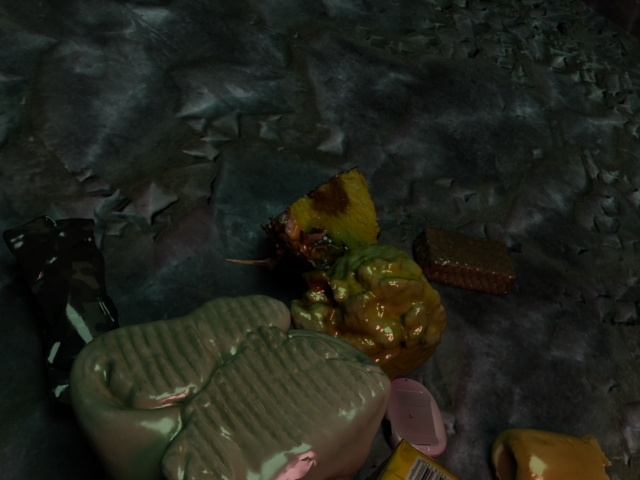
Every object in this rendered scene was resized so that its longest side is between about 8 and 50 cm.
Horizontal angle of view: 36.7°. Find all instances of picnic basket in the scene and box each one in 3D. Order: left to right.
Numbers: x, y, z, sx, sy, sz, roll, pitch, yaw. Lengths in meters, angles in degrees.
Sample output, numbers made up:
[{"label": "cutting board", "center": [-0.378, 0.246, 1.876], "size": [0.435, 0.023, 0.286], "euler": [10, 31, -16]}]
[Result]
[{"label": "picnic basket", "center": [0.268, 0.034, 1.772], "size": [0.193, 0.055, 0.110], "euler": [12, 45, -20]}]

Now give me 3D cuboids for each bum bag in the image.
[{"label": "bum bag", "center": [-0.343, 0.104, 1.351], "size": [0.144, 0.095, 0.340], "euler": [-5, 60, -36]}]

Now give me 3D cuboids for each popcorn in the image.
[{"label": "popcorn", "center": [0.064, 0.110, 1.461], "size": [0.266, 0.233, 0.192], "euler": [21, 30, -36]}]

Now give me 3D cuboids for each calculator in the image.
[{"label": "calculator", "center": [0.144, 0.282, 1.490], "size": [0.103, 0.024, 0.166], "euler": [8, 45, -22]}]

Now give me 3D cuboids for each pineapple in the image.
[{"label": "pineapple", "center": [-0.004, 0.003, 1.592], "size": [0.161, 0.158, 0.334], "euler": [56, 22, -4]}]

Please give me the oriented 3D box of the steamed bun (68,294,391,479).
[{"label": "steamed bun", "center": [-0.103, 0.249, 1.215], "size": [0.367, 0.255, 0.342], "euler": [-20, 43, -27]}]

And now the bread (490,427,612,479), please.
[{"label": "bread", "center": [0.356, 0.351, 1.492], "size": [0.173, 0.085, 0.134], "euler": [10, 46, -20]}]

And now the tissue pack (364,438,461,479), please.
[{"label": "tissue pack", "center": [0.160, 0.477, 1.164], "size": [0.382, 0.228, 0.293], "euler": [34, 41, 7]}]
